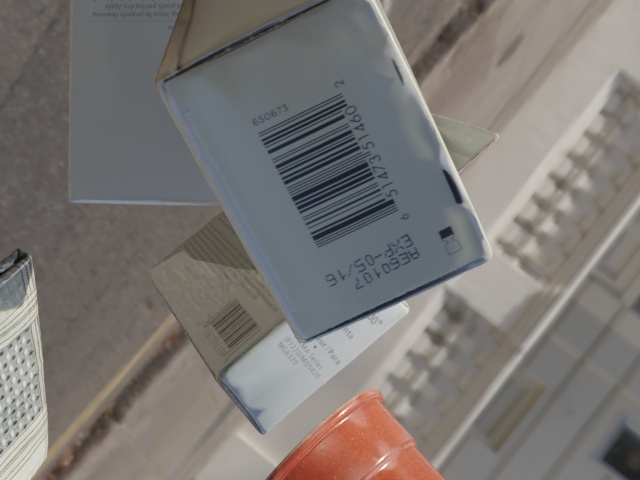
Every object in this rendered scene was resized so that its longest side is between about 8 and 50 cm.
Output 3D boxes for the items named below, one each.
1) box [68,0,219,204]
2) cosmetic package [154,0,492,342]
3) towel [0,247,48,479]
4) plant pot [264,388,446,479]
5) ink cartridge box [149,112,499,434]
[{"bbox_3d":[-0.155,-0.210,1.292,0.215,0.168,0.345,-12,104,-80],"label":"box"},{"bbox_3d":[-0.002,-0.089,0.708,0.113,0.160,0.309,-25,-160,7],"label":"cosmetic package"},{"bbox_3d":[-0.392,0.210,1.345,0.324,0.056,0.312,-55,153,-58],"label":"towel"},{"bbox_3d":[0.067,0.340,1.224,0.272,0.265,0.272,-44,162,-18],"label":"plant pot"},{"bbox_3d":[0.000,0.000,0.889,0.239,0.060,0.275,-39,-160,-5],"label":"ink cartridge box"}]
